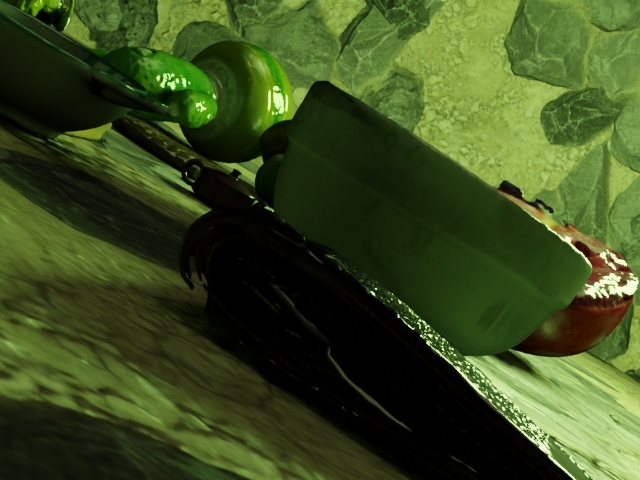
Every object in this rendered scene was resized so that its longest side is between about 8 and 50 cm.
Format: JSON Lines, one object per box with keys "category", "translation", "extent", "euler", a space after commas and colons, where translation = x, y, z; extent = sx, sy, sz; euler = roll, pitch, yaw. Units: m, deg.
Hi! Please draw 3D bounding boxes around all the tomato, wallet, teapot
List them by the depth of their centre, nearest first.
{"category": "wallet", "translation": [0.052, 0.082, 0.717], "extent": [0.262, 0.071, 0.221], "euler": [36, 0, 14]}
{"category": "teapot", "translation": [-0.100, -0.056, 1.271], "extent": [0.100, 0.045, 0.068], "euler": [34, 3, 13]}
{"category": "tomato", "translation": [0.255, 0.057, 1.721], "extent": [0.335, 0.176, 0.289], "euler": [34, 25, 23]}

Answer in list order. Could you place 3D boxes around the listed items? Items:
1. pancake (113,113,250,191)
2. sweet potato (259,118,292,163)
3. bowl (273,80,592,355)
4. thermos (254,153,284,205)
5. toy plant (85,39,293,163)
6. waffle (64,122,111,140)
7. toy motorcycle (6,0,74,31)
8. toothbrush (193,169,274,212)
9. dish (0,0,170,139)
{"category": "pancake", "translation": [-0.170, -0.105, 1.506], "extent": [0.199, 0.021, 0.199], "euler": [32, 4, -2]}
{"category": "sweet potato", "translation": [0.062, -0.067, 1.859], "extent": [0.369, 0.158, 0.158], "euler": [26, 7, -45]}
{"category": "bowl", "translation": [0.082, 0.001, 1.118], "extent": [0.307, 0.163, 0.307], "euler": [31, 3, -2]}
{"category": "thermos", "translation": [-0.017, -0.046, 1.648], "extent": [0.073, 0.083, 0.187], "euler": [3, 22, -32]}
{"category": "toy plant", "translation": [-0.197, -0.207, 1.762], "extent": [0.224, 0.184, 0.316], "euler": [29, 18, 37]}
{"category": "waffle", "translation": [-0.293, -0.157, 1.141], "extent": [0.191, 0.032, 0.125], "euler": [33, 6, 5]}
{"category": "toy motorcycle", "translation": [-0.443, -0.355, 1.717], "extent": [0.206, 0.142, 0.342], "euler": [11, 4, -17]}
{"category": "toothbrush", "translation": [0.000, 0.000, 1.462], "extent": [0.375, 0.028, 0.037], "euler": [28, -2, -35]}
{"category": "dish", "translation": [-0.234, -0.134, 0.994], "extent": [0.246, 0.078, 0.224], "euler": [34, 5, 38]}
